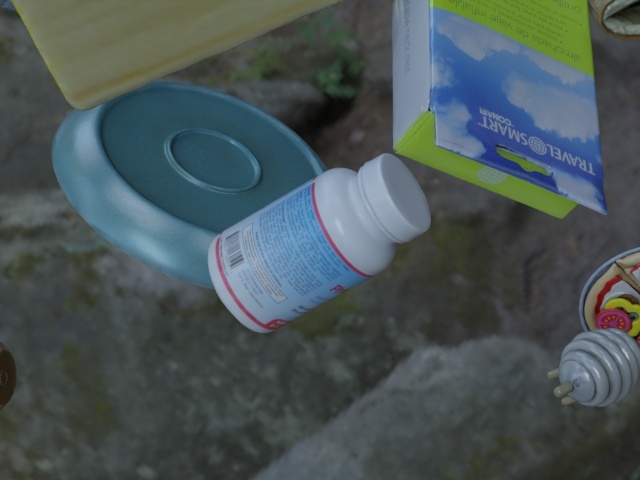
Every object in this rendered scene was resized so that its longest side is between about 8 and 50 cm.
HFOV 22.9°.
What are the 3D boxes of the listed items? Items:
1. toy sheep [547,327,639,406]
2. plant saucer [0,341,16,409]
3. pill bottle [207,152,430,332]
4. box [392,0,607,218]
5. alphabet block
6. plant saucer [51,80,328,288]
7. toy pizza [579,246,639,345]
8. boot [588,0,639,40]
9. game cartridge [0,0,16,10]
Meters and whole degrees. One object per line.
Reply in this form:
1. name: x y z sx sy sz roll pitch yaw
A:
1. toy sheep: 0.293 0.137 1.680 0.132 0.091 0.091 -32 7 -34
2. plant saucer: -0.354 0.150 1.736 0.015 0.083 0.083 0 45 16
3. pill bottle: 0.000 0.000 1.194 0.160 0.087 0.087 -29 30 25
4. box: 0.092 -0.091 0.834 0.042 0.109 0.178 -47 32 45
5. alphabet block: -0.084 -0.219 0.846 0.197 0.193 0.192 -22 30 7
6. plant saucer: -0.113 -0.069 1.609 0.317 0.317 0.044 -85 18 -53
7. toy pizza: 0.407 0.086 1.863 0.201 0.201 0.032 -39 25 33
8. boot: 0.401 -0.332 1.912 0.236 0.089 0.269 -10 34 -8
9. game cartridge: -0.371 -0.300 1.406 0.060 0.294 0.196 -55 50 14
